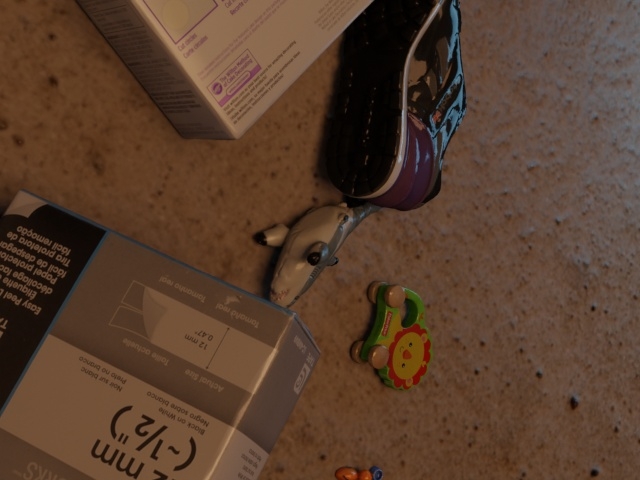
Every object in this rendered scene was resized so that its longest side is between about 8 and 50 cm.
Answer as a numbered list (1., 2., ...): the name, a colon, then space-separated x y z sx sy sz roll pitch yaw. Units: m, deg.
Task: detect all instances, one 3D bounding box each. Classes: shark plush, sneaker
1. shark plush: 0.000 0.000 1.114 0.161 0.073 0.067 -50 142 -44
2. sneaker: 0.091 -0.169 1.131 0.124 0.107 0.283 16 89 -50

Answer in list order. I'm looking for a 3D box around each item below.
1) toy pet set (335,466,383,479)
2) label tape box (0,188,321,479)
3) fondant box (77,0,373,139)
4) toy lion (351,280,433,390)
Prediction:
1. toy pet set: 0.026 0.288 1.132 0.114 0.065 0.122 8 90 -35
2. label tape box: -0.191 0.168 0.855 0.348 0.249 0.115 -61 162 -15
3. fondant box: -0.108 -0.283 0.967 0.238 0.096 0.330 -48 119 -22
4. toy lion: 0.081 0.100 1.176 0.096 0.034 0.100 21 82 -41
